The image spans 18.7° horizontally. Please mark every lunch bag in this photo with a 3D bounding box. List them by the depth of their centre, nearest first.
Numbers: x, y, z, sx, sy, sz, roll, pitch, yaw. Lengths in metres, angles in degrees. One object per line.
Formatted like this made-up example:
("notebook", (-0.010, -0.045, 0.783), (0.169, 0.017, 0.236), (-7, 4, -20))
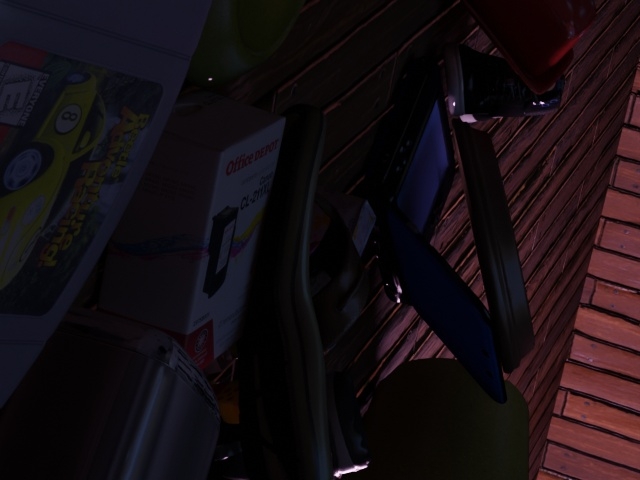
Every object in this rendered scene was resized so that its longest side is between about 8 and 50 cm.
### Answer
("lunch bag", (0.000, 0.000, 1.689), (0.053, 0.071, 0.083), (63, 44, -62))

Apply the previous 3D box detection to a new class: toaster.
("toaster", (-0.145, 0.135, 1.221), (0.227, 0.129, 0.146), (66, 40, -65))

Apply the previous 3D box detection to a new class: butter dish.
("butter dish", (0.233, -0.256, 2.029), (0.118, 0.160, 0.160), (-35, -175, 30))

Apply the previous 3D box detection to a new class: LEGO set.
("LEGO set", (-0.070, 0.093, 1.544), (0.227, 0.093, 0.087), (-43, 116, -53))

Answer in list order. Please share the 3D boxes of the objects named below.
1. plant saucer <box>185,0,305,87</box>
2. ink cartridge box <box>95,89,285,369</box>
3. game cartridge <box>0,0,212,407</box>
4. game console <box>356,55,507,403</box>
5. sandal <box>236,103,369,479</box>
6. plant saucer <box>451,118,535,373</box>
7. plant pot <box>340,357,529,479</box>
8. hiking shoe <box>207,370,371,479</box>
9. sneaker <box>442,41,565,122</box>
("plant saucer", (-0.039, -0.219, 1.375), (0.241, 0.037, 0.241), (18, 90, -75))
("ink cartridge box", (-0.092, -0.004, 1.352), (0.127, 0.072, 0.175), (-37, 142, -65))
("game cartridge", (-0.160, -0.037, 0.959), (0.294, 0.060, 0.196), (-62, 160, 10))
("game console", (0.146, -0.006, 2.009), (0.293, 0.173, 0.250), (71, 39, -67))
("sandal", (-0.011, 0.051, 1.443), (0.120, 0.086, 0.303), (176, -88, -65))
("plant saucer", (0.184, 0.003, 2.067), (0.278, 0.041, 0.278), (-13, 90, -86))
("plant pot", (0.129, 0.280, 2.163), (0.276, 0.276, 0.254), (88, 13, -51))
("hiking shoe", (-0.048, 0.171, 1.680), (0.304, 0.132, 0.113), (118, -38, -73))
("sneaker", (0.199, -0.174, 2.082), (0.217, 0.121, 0.079), (8, 77, -80))
